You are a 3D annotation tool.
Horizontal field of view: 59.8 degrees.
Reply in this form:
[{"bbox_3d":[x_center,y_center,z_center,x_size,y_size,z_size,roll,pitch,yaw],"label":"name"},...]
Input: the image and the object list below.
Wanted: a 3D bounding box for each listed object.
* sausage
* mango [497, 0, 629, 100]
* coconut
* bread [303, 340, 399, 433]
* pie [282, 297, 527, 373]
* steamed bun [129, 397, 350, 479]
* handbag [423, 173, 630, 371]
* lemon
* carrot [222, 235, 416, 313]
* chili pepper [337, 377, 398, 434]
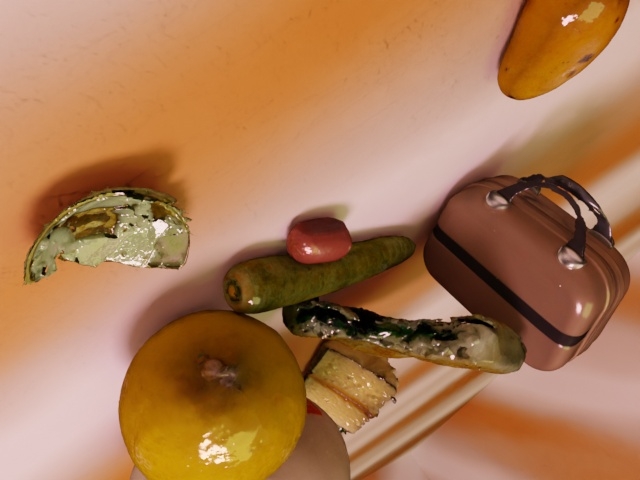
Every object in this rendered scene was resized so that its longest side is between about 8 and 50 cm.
[{"bbox_3d":[0.000,0.000,0.738,0.094,0.059,0.054,-7,129,-34],"label":"sausage"},{"bbox_3d":[0.276,-0.237,0.638,0.115,0.090,0.178,-15,151,-15],"label":"mango"},{"bbox_3d":[-0.191,-0.009,0.526,0.133,0.055,0.158,-48,151,21],"label":"coconut"},{"bbox_3d":[0.050,0.301,1.201,0.178,0.142,0.266,20,134,-8],"label":"bread"},{"bbox_3d":[0.128,0.151,0.885,0.371,0.078,0.296,8,165,13],"label":"pie"},{"bbox_3d":[-0.139,0.368,0.926,0.374,0.241,0.374,-14,179,0],"label":"steamed bun"},{"bbox_3d":[0.324,0.021,0.872,0.149,0.302,0.283,-20,143,-32],"label":"handbag"},{"bbox_3d":[-0.132,0.198,0.708,0.240,0.240,0.219,-19,157,-26],"label":"lemon"},{"bbox_3d":[0.020,0.038,0.814,0.358,0.074,0.074,-12,144,-41],"label":"carrot"},{"bbox_3d":[0.134,0.467,1.604,0.227,0.059,0.088,-39,147,5],"label":"chili pepper"}]
